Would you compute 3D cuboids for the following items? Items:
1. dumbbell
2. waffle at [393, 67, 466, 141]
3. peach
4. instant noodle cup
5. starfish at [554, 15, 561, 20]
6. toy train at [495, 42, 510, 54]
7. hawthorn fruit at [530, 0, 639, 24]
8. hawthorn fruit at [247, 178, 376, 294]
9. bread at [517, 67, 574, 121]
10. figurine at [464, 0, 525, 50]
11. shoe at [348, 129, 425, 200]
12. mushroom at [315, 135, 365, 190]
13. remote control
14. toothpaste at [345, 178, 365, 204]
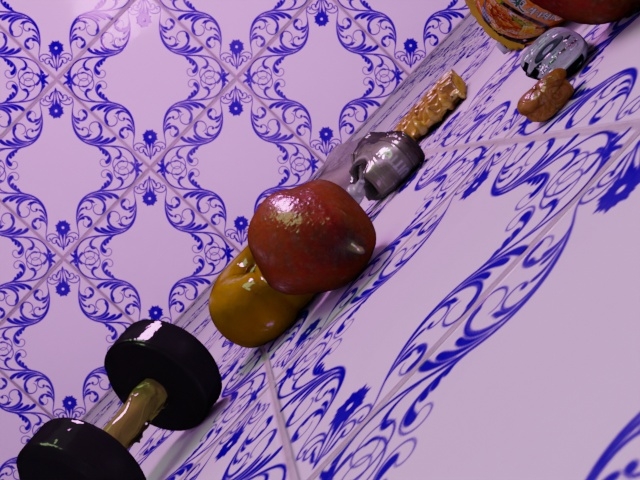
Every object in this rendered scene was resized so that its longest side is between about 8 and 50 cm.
[{"bbox_3d":[-0.316,0.298,1.561,0.204,0.204,0.322,-40,9,42],"label":"dumbbell"},{"bbox_3d":[0.237,-0.283,2.198,0.219,0.057,0.229,-44,8,21],"label":"waffle"},{"bbox_3d":[-0.091,0.081,1.739,0.251,0.153,0.251,-39,25,22],"label":"peach"},{"bbox_3d":[0.398,-0.481,1.760,0.230,0.230,0.182,-50,-2,-26],"label":"instant noodle cup"},{"bbox_3d":[0.473,-0.450,1.569,0.236,0.062,0.277,-52,31,1],"label":"starfish"},{"bbox_3d":[0.449,-0.486,2.137,0.043,0.047,0.207,-35,14,52],"label":"toy train"},{"bbox_3d":[0.354,-0.478,1.372,0.285,0.369,0.285,-63,2,4],"label":"hawthorn fruit"},{"bbox_3d":[0.000,0.000,1.528,0.199,0.199,0.251,-48,23,-14],"label":"hawthorn fruit"},{"bbox_3d":[0.306,-0.196,1.311,0.083,0.046,0.081,-44,5,30],"label":"bread"},{"bbox_3d":[0.480,-0.558,2.013,0.315,0.168,0.187,-38,28,-8],"label":"figurine"},{"bbox_3d":[0.097,-0.142,1.983,0.149,0.109,0.293,-42,10,-15],"label":"shoe"},{"bbox_3d":[0.049,-0.140,2.250,0.159,0.122,0.328,-53,2,36],"label":"mushroom"},{"bbox_3d":[0.362,-0.284,1.494,0.097,0.045,0.256,-46,10,16],"label":"remote control"},{"bbox_3d":[0.040,-0.040,1.931,0.233,0.038,0.060,-62,3,44],"label":"toothpaste"}]
